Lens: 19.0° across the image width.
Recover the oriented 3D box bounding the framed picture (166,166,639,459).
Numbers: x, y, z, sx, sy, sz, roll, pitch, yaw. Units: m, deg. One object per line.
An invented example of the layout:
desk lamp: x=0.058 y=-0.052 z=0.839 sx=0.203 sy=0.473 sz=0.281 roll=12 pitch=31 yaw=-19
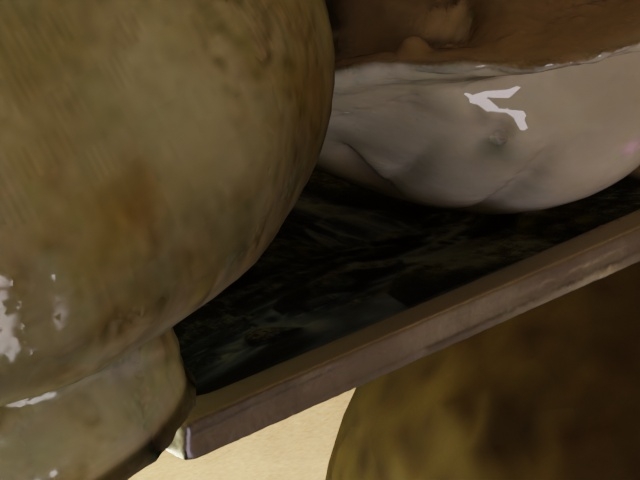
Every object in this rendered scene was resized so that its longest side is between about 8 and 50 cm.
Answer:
framed picture: x=0.000 y=0.000 z=0.903 sx=0.324 sy=0.240 sz=0.020 roll=-21 pitch=117 yaw=-32

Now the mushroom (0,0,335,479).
mushroom: x=-0.163 y=-0.027 z=0.689 sx=0.352 sy=0.260 sz=0.352 roll=-22 pitch=-161 yaw=8

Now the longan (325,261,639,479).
longan: x=0.197 y=0.176 z=1.267 sx=0.391 sy=0.391 sz=0.391 roll=-13 pitch=156 yaw=-6

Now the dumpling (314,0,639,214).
dumpling: x=0.047 y=-0.088 z=0.833 sx=0.227 sy=0.175 sz=0.243 roll=-15 pitch=157 yaw=-18
